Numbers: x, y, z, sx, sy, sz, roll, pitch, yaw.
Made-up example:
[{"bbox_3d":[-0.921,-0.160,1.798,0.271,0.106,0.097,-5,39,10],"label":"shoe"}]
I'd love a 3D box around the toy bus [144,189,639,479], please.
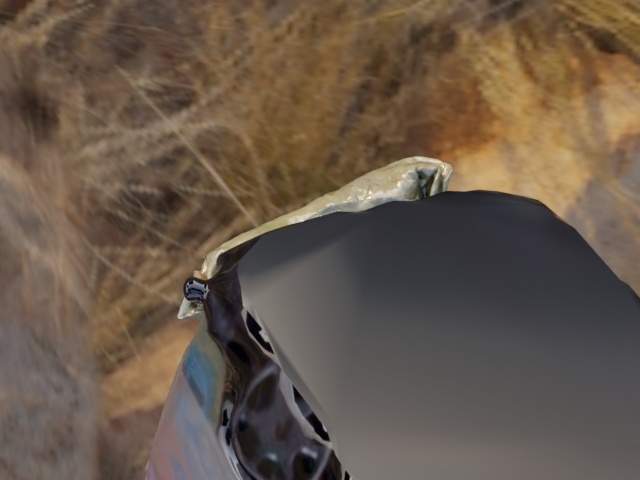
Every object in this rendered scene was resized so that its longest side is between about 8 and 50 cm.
[{"bbox_3d":[0.087,0.177,0.645,0.171,0.386,0.162,-11,143,-31],"label":"toy bus"}]

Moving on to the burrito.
[{"bbox_3d":[0.001,0.001,1.056,0.188,0.045,0.058,-24,135,-23],"label":"burrito"}]
